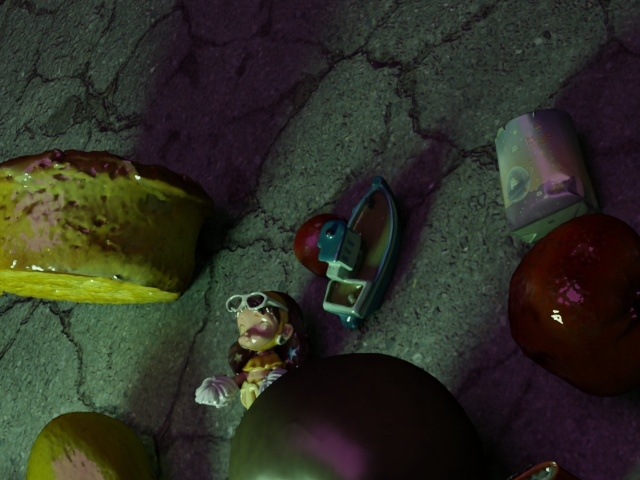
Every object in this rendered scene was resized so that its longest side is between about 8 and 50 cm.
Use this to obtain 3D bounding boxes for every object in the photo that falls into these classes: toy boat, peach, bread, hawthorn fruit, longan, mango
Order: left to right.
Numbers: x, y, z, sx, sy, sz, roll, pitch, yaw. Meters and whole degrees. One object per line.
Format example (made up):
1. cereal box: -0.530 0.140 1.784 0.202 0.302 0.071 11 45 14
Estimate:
1. bread: -0.368 -0.021 2.116 0.398 0.398 0.215 -5 76 41
2. mango: -0.331 0.395 1.975 0.195 0.142 0.332 -30 54 4
3. peach: -0.001 0.001 1.969 0.098 0.061 0.098 -29 46 36
4. toy boat: 0.052 0.010 1.887 0.088 0.102 0.215 8 72 42
5. longan: 0.048 0.281 1.589 0.319 0.319 0.319 -22 54 33
6. hawthorn fruit: 0.302 0.077 1.567 0.243 0.207 0.208 -15 55 58

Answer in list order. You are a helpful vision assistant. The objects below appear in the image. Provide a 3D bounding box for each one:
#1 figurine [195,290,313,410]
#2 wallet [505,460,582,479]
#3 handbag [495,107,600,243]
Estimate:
1. figurine: -0.079 0.188 1.896 0.174 0.115 0.240 -12 65 40
2. wallet: 0.253 0.313 1.451 0.142 0.204 0.045 -37 44 21
3. handbag: 0.285 -0.094 1.740 0.117 0.095 0.173 -25 55 26
